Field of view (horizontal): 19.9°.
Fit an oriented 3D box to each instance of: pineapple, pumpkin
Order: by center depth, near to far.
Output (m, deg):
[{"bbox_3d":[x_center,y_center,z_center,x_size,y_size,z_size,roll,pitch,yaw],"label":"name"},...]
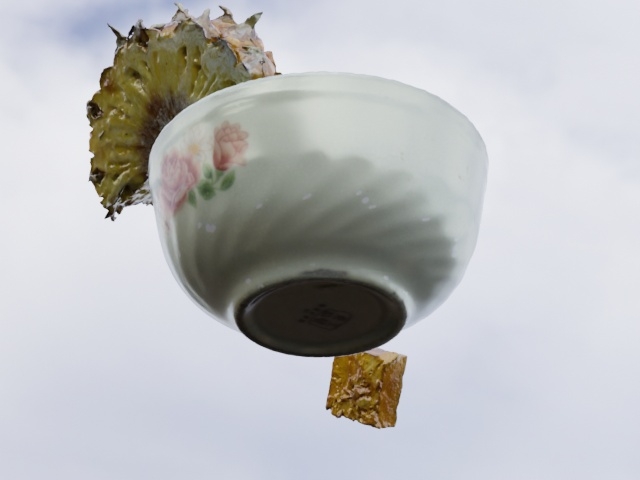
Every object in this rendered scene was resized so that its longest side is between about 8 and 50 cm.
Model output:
[{"bbox_3d":[-0.134,-0.131,1.589,0.233,0.135,0.079,-43,-16,34],"label":"pineapple"},{"bbox_3d":[0.048,0.143,1.839,0.074,0.083,0.054,17,13,39],"label":"pumpkin"}]

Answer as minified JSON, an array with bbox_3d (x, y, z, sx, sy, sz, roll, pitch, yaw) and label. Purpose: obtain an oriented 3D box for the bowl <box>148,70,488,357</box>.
[{"bbox_3d":[0.000,0.000,1.434,0.277,0.145,0.277,0,-32,0],"label":"bowl"}]
